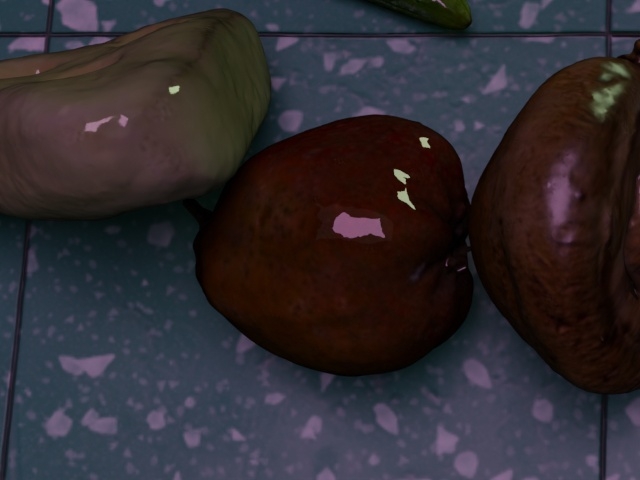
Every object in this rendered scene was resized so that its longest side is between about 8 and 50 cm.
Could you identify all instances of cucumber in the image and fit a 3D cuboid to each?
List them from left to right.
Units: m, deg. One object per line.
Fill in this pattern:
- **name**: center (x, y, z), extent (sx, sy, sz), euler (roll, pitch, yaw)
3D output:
- **cucumber**: center (0.022, -0.244, 1.448), extent (0.250, 0.056, 0.056), euler (23, 80, 11)

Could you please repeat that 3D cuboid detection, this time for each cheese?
- **cheese**: center (-0.213, -0.080, 1.298), extent (0.351, 0.328, 0.129), euler (-15, 104, 2)

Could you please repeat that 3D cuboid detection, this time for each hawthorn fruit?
- **hawthorn fruit**: center (0.000, 0.000, 1.321), extent (0.248, 0.208, 0.208), euler (6, 76, 24)

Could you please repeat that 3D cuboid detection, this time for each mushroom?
- **mushroom**: center (0.234, -0.035, 1.267), extent (0.283, 0.263, 0.195), euler (-55, 39, 2)
